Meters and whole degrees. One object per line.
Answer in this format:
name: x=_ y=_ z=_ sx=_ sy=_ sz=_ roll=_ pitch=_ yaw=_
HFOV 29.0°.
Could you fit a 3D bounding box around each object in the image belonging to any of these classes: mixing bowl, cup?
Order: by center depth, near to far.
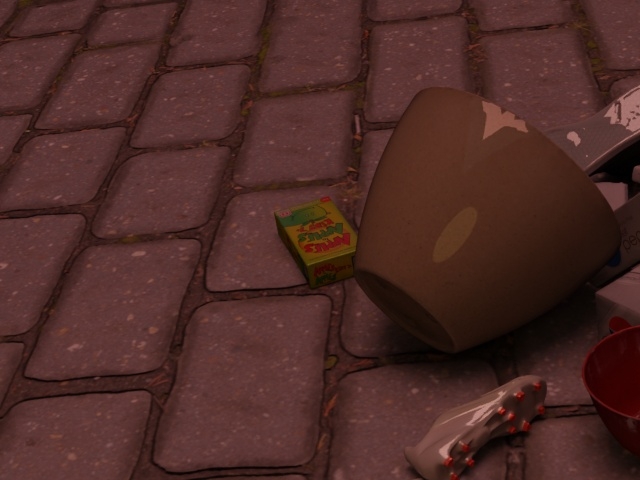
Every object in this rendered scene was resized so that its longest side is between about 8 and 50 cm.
mixing bowl: x=0.385 y=0.182 z=1.374 sx=0.181 sy=0.098 sz=0.181 roll=-8 pitch=31 yaw=5
cup: x=0.178 y=0.002 z=1.579 sx=0.331 sy=0.331 sz=0.237 roll=26 pitch=70 yaw=45

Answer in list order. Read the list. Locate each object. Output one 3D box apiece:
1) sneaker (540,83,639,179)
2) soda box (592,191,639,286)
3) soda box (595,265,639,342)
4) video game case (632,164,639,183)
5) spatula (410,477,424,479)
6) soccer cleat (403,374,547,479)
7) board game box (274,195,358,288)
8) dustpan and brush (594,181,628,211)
sneaker: x=0.413 y=-0.120 z=1.881 sx=0.295 sy=0.147 sz=0.104 roll=-28 pitch=58 yaw=10
soda box: x=0.413 y=-0.014 z=1.601 sx=0.069 sy=0.074 sz=0.216 roll=-25 pitch=-11 yaw=-23
soda box: x=0.479 y=0.059 z=1.562 sx=0.286 sy=0.091 sz=0.098 roll=-27 pitch=34 yaw=-27
video game case: x=0.576 y=-0.078 z=1.683 sx=0.227 sy=0.026 sz=0.206 roll=-12 pitch=26 yaw=-38
spatula: x=0.061 y=0.343 z=1.284 sx=0.168 sy=0.019 sz=0.242 roll=-9 pitch=30 yaw=-9
soccer cleat: x=0.181 y=0.207 z=1.428 sx=0.196 sy=0.068 sz=0.076 roll=-32 pitch=33 yaw=-28
board game box: x=0.000 y=0.000 z=1.856 sx=0.092 sy=0.043 sz=0.181 roll=-16 pitch=30 yaw=-11
dustpan and brush: x=0.336 y=-0.024 z=1.795 sx=0.211 sy=0.060 sz=0.147 roll=3 pitch=42 yaw=10
